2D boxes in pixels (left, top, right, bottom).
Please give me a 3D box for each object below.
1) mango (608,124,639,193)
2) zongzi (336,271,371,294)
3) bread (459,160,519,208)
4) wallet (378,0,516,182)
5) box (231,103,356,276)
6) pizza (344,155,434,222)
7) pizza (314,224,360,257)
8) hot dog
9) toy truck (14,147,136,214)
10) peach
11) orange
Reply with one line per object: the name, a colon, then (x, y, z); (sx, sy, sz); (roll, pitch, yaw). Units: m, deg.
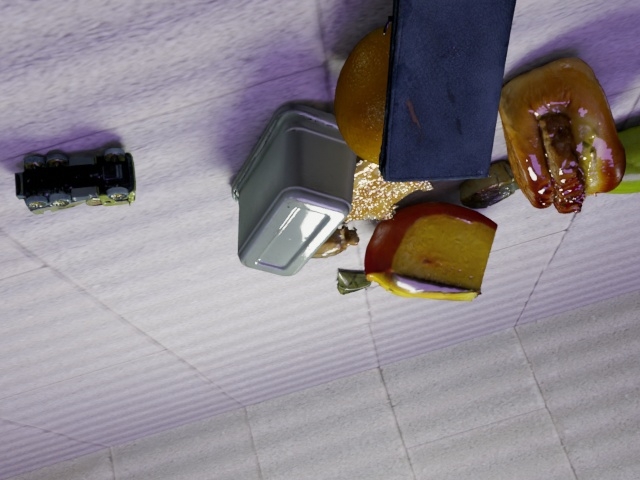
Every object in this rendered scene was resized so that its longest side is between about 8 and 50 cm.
mango: (0.735, -0.186, 1.671); (0.273, 0.149, 0.185); (-14, 165, 10)
zongzi: (0.099, 0.106, 2.047); (0.104, 0.052, 0.113); (-20, 145, -11)
bread: (0.404, -0.126, 1.688); (0.156, 0.064, 0.117); (-34, 150, 33)
wallet: (0.173, -0.263, 0.936); (0.191, 0.046, 0.379); (-5, 112, -24)
box: (-0.051, -0.073, 1.295); (0.175, 0.182, 0.312); (16, 146, -20)
pizza: (0.105, -0.123, 1.462); (0.223, 0.089, 0.323); (9, 149, -34)
pizza: (0.000, -0.001, 1.607); (0.189, 0.071, 0.297); (-3, -174, 13)
hot dog: (0.485, -0.178, 1.426); (0.185, 0.223, 0.405); (-25, 157, 11)
toy truck: (-0.407, -0.090, 1.195); (0.191, 0.085, 0.116); (-8, 166, -12)
peach: (0.267, 0.026, 1.728); (0.306, 0.242, 0.380); (7, 177, 14)
orange: (0.132, -0.222, 1.091); (0.236, 0.236, 0.236); (-14, 157, -6)
